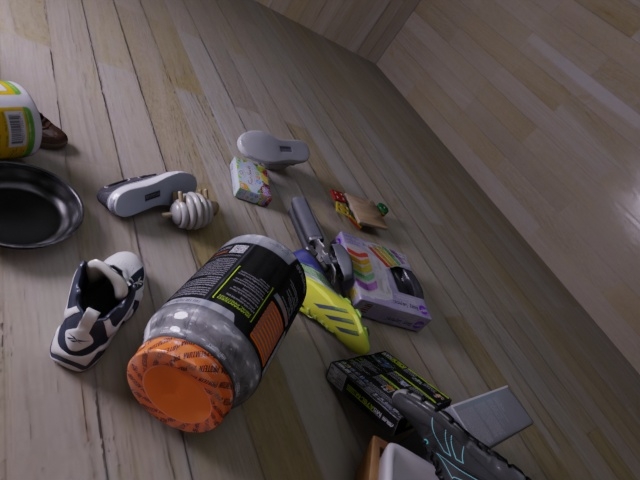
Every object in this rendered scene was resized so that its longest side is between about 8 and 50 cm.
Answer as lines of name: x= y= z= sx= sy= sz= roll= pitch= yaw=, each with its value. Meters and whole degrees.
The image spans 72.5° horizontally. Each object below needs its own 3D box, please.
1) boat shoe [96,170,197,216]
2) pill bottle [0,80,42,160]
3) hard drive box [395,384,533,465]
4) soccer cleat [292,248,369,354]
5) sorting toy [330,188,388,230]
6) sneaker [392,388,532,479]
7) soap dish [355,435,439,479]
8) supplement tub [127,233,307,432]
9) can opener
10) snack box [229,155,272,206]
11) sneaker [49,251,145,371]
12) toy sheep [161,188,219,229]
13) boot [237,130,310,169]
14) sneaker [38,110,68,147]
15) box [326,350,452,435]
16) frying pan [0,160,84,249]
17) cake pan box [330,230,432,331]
boat shoe: x=-0.366 y=-0.107 z=0.932 sx=0.076 sy=0.080 sz=0.228 roll=23 pitch=31 yaw=21
pill bottle: x=-0.613 y=-0.189 z=0.709 sx=0.136 sy=0.136 sz=0.245 roll=45 pitch=32 yaw=9
hard drive box: x=0.287 y=0.392 z=0.878 sx=0.232 sy=0.181 sz=0.089 roll=6 pitch=44 yaw=-43
soccer cleat: x=0.001 y=0.148 z=0.990 sx=0.121 sy=0.093 sz=0.289 roll=-28 pitch=68 yaw=-23
sorting toy: x=0.133 y=-0.085 z=1.433 sx=0.274 sy=0.046 sz=0.132 roll=11 pitch=42 yaw=-38
sneaker: x=0.213 y=0.349 z=0.701 sx=0.267 sy=0.106 sz=0.101 roll=35 pitch=-3 yaw=30
soap dish: x=0.143 y=0.491 z=0.666 sx=0.228 sy=0.118 sz=0.291 roll=34 pitch=32 yaw=-9
supplement tub: x=-0.155 y=0.137 z=0.724 sx=0.193 sy=0.194 sz=0.316 roll=38 pitch=31 yaw=-3
can opener: x=0.000 y=0.000 z=1.153 sx=0.095 sy=0.076 sz=0.284 roll=-6 pitch=51 yaw=-24
snack box: x=-0.193 y=-0.163 z=1.202 sx=0.100 sy=0.037 sz=0.141 roll=16 pitch=39 yaw=-31
sneaker: x=-0.321 y=0.067 z=0.678 sx=0.094 sy=0.153 sz=0.235 roll=33 pitch=32 yaw=-12
toy sheep: x=-0.281 y=-0.066 z=0.948 sx=0.132 sy=0.091 sz=0.091 roll=-11 pitch=57 yaw=-36
boot: x=-0.158 y=-0.248 z=1.278 sx=0.258 sy=0.123 sz=0.095 roll=-1 pitch=78 yaw=-46
sneaker: x=-0.597 y=-0.249 z=0.860 sx=0.188 sy=0.071 sz=0.066 roll=23 pitch=36 yaw=-25
box: x=0.139 y=0.301 z=0.892 sx=0.184 sy=0.045 sz=0.190 roll=7 pitch=16 yaw=-45
frying pan: x=-0.538 y=-0.037 z=0.680 sx=0.197 sy=0.053 sz=0.326 roll=44 pitch=34 yaw=7
cake pan box: x=0.166 y=0.114 z=1.206 sx=0.266 sy=0.070 sz=0.246 roll=21 pitch=39 yaw=-29
